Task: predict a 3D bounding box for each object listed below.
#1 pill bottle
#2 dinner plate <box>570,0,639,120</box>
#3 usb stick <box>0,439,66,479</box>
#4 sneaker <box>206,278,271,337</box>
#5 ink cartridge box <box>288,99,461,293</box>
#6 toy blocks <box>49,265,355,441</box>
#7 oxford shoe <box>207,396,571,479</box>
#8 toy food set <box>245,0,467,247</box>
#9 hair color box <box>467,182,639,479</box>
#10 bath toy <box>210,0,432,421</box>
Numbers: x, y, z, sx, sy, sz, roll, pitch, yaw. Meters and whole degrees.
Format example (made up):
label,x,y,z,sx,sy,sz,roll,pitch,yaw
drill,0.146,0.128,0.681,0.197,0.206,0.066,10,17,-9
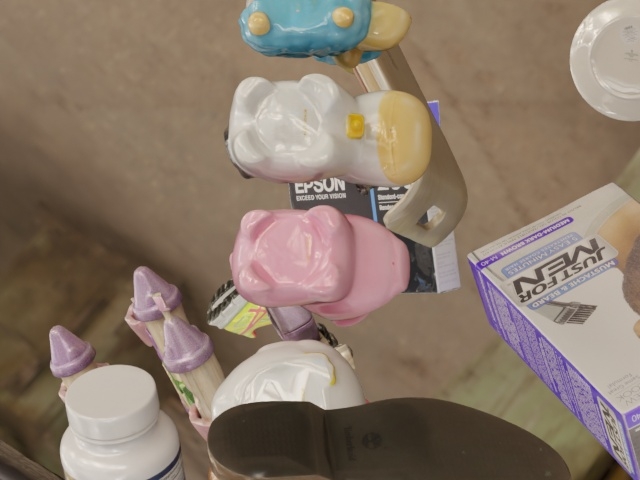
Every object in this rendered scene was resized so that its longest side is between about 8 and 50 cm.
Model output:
label,x,y,z,sx,sy,sz,roll,pitch,yaw
pill bottle,-0.183,0.215,1.597,0.112,0.112,0.186,21,131,36
dinner plate,0.349,-0.204,1.915,0.141,0.141,0.017,35,-169,9
usb stick,-0.192,0.183,1.172,0.278,0.045,0.077,28,-174,22
sneaker,-0.070,0.070,2.459,0.094,0.081,0.208,33,130,-23
ink cartridge box,0.052,-0.043,1.888,0.206,0.045,0.208,-3,95,43
toy blocks,-0.131,0.118,1.839,0.260,0.309,0.288,65,170,-24
oxford shoe,0.039,0.141,1.005,0.212,0.076,0.076,5,134,-1
toy food set,0.025,-0.140,1.535,0.306,0.092,0.220,65,-169,12
hair color box,0.304,0.083,1.695,0.339,0.185,0.110,50,164,56
bath toy,0.000,0.000,1.242,0.151,0.348,0.129,4,169,2
